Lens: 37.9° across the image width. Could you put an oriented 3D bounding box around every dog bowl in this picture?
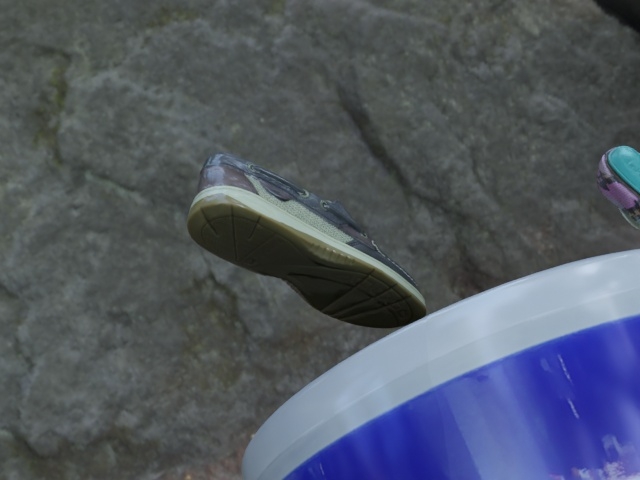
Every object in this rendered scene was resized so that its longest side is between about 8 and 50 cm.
[{"bbox_3d":[0.102,0.117,0.451,0.265,0.265,0.104,-21,62,1],"label":"dog bowl"}]

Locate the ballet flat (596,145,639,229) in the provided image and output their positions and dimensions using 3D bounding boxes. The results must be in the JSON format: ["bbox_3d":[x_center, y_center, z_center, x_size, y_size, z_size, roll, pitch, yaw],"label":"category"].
[{"bbox_3d":[0.413,-0.023,1.108,0.077,0.079,0.221,-28,55,-16],"label":"ballet flat"}]

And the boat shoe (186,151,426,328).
[{"bbox_3d":[-0.001,0.000,0.713,0.080,0.223,0.073,-29,45,40],"label":"boat shoe"}]
